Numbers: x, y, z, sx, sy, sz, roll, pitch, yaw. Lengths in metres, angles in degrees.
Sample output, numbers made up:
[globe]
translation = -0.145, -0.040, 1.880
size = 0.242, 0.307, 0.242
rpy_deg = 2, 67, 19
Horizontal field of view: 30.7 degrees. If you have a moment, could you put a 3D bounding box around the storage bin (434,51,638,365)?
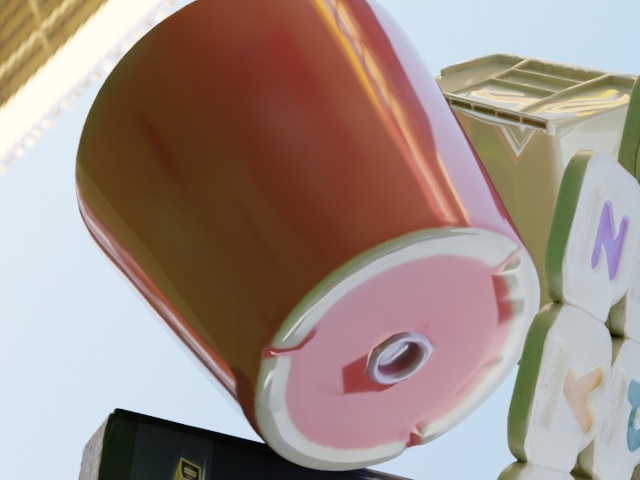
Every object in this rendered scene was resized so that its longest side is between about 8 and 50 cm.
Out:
[storage bin]
translation = 0.202, -0.026, 1.103
size = 0.260, 0.123, 0.262
rpy_deg = 30, -45, 60

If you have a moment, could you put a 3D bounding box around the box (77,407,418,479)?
[box]
translation = -0.017, 0.275, 0.699
size = 0.073, 0.293, 0.295
rpy_deg = 130, -29, -49

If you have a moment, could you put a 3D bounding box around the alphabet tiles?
[alphabet tiles]
translation = 0.136, 0.078, 0.506
size = 0.021, 0.278, 0.284
rpy_deg = 9, -98, 34

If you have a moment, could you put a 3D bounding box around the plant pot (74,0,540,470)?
[plant pot]
translation = 0.000, 0.000, 0.776
size = 0.275, 0.275, 0.243
rpy_deg = -50, -135, 15
